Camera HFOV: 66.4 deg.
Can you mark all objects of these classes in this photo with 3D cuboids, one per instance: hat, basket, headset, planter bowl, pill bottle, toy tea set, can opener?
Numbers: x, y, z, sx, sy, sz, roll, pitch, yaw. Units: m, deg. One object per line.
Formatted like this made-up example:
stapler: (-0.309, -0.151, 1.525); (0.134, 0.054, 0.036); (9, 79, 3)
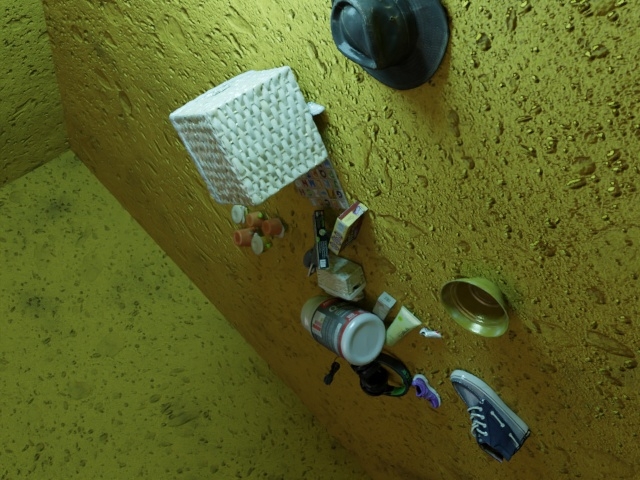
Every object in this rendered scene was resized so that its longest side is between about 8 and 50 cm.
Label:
hat: (0.117, -0.473, 1.098); (0.331, 0.134, 0.331); (32, 146, 25)
basket: (-0.208, -0.309, 1.486); (0.266, 0.328, 0.331); (18, 139, 52)
headset: (0.208, 0.606, 2.188); (0.394, 0.185, 0.243); (2, 127, 37)
planter bowl: (0.469, 0.175, 1.437); (0.217, 0.090, 0.217); (32, 146, 25)
pill bottle: (0.080, 0.353, 2.013); (0.363, 0.210, 0.210); (17, 139, 55)
basket: (0.078, 0.137, 1.884); (0.167, 0.113, 0.103); (22, 137, 38)
toy tea set: (-0.264, -0.045, 2.154); (0.336, 0.124, 0.200); (20, 110, 45)
can opener: (-0.024, 0.046, 1.945); (0.095, 0.076, 0.283); (38, 148, 15)

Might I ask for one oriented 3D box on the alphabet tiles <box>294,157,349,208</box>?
alphabet tiles: (-0.015, -0.200, 1.712); (0.237, 0.009, 0.198); (9, 133, 47)

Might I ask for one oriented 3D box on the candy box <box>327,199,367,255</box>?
candy box: (0.090, -0.040, 1.661); (0.053, 0.109, 0.187); (39, 148, 16)

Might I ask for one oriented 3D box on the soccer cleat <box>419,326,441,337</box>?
soccer cleat: (0.400, 0.341, 1.776); (0.083, 0.035, 0.029); (18, 139, 41)

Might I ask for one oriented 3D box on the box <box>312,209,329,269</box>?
box: (0.000, 0.000, 1.750); (0.114, 0.036, 0.207); (131, 134, -83)

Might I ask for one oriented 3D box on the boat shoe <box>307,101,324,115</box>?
boat shoe: (-0.027, -0.398, 1.471); (0.100, 0.035, 0.035); (14, 139, 54)

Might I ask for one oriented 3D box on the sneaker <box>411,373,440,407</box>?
sneaker: (0.435, 0.640, 2.046); (0.170, 0.071, 0.068); (52, 150, -9)

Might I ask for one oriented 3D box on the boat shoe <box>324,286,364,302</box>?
boat shoe: (0.094, 0.191, 1.983); (0.190, 0.068, 0.072); (9, 121, 35)

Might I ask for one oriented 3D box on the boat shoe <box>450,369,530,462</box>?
boat shoe: (0.582, 0.634, 1.758); (0.340, 0.158, 0.127); (41, 149, 11)

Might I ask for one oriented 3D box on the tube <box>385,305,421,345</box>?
tube: (0.304, 0.334, 1.875); (0.070, 0.062, 0.240); (9, 145, -11)

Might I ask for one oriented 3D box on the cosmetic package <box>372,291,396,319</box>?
cosmetic package: (0.243, 0.252, 1.870); (0.060, 0.041, 0.115); (37, 148, 18)
